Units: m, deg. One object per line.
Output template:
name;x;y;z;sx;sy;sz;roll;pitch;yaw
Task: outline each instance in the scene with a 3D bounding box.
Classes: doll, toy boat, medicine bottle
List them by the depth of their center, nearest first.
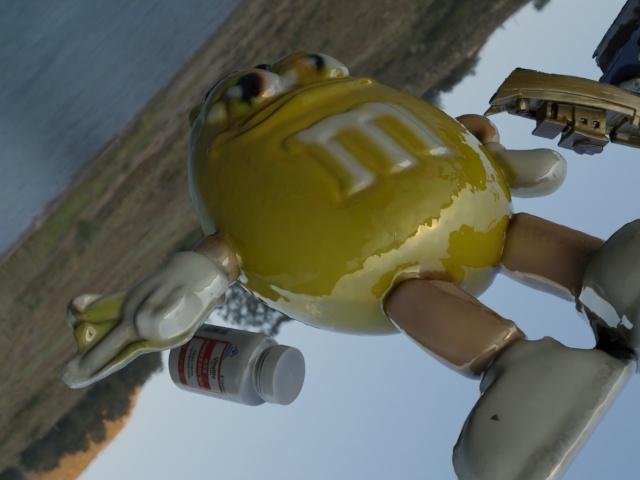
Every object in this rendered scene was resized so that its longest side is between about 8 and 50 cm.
doll;0.036;0.003;0.537;0.348;0.422;0.161;-59;154;-47
toy boat;0.276;-0.129;0.857;0.064;0.205;0.072;116;-17;-71
medicine bottle;-0.091;0.137;0.875;0.140;0.079;0.079;6;-136;32

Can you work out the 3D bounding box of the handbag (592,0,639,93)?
handbag;0.648;-0.294;1.341;0.303;0.329;0.122;95;13;-69
